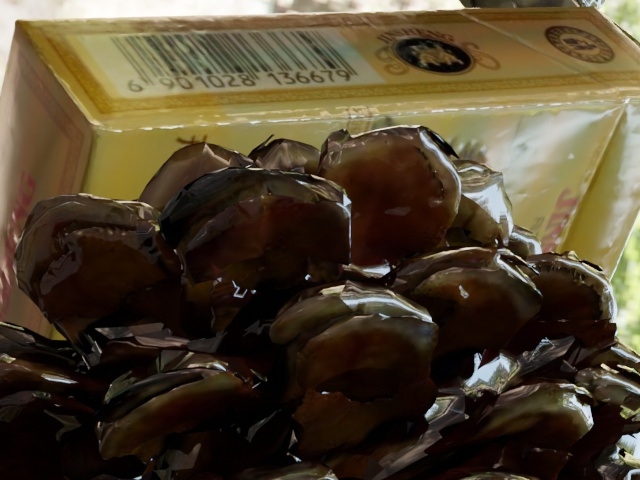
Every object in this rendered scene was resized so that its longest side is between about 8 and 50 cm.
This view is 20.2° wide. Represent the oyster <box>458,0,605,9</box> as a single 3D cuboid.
[{"bbox_3d":[0.128,-0.170,0.913,0.345,0.079,0.128,88,-21,-58],"label":"oyster"}]

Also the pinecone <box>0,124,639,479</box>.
[{"bbox_3d":[0.003,0.083,0.519,0.221,0.221,0.221,-16,-110,50],"label":"pinecone"}]

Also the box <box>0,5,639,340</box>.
[{"bbox_3d":[0.000,0.000,0.719,0.076,0.274,0.174,51,-45,39],"label":"box"}]
